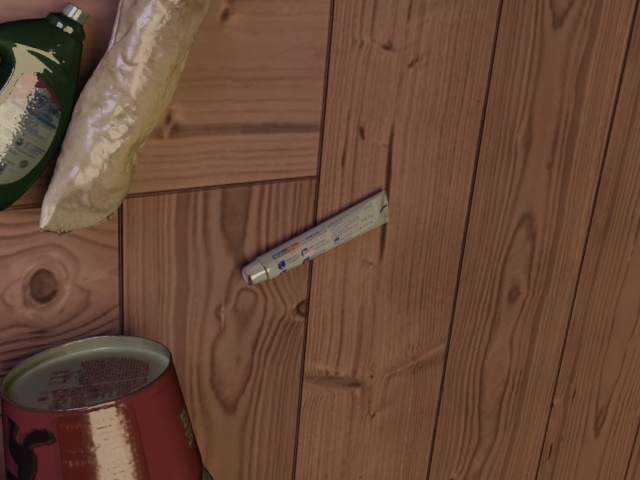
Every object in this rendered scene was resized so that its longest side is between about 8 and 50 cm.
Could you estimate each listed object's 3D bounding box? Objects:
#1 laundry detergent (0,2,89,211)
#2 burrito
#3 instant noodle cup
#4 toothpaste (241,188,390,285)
[{"bbox_3d":[-0.298,-0.141,0.824,0.137,0.063,0.210,33,93,-34],"label":"laundry detergent"},{"bbox_3d":[-0.175,-0.180,0.861,0.076,0.117,0.392,26,96,6],"label":"burrito"},{"bbox_3d":[-0.237,0.219,0.938,0.235,0.235,0.178,-13,110,-26],"label":"instant noodle cup"},{"bbox_3d":[0.000,0.000,1.094,0.218,0.033,0.052,-27,127,-22],"label":"toothpaste"}]
